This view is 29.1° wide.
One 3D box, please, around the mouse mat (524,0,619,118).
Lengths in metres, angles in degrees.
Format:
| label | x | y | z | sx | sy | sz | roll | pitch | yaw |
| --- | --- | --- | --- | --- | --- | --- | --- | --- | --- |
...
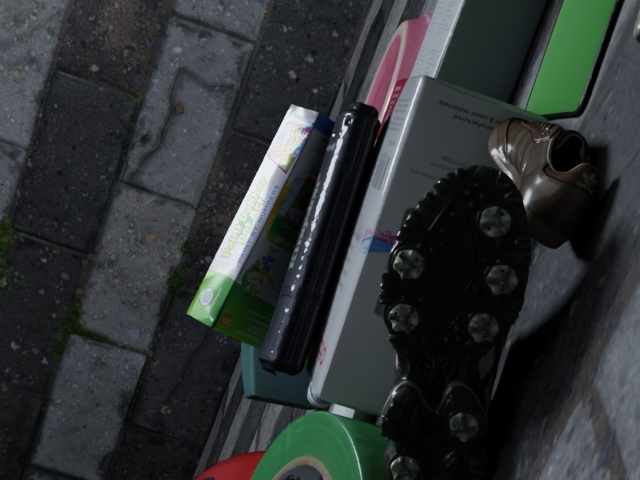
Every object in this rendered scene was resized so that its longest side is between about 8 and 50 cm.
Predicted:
| label | x | y | z | sx | sy | sz | roll | pitch | yaw |
| --- | --- | --- | --- | --- | --- | --- | --- | --- | --- |
| mouse mat | 0.232 | -0.182 | 1.116 | 0.190 | 0.007 | 0.152 | -138 | 67 | -84 |

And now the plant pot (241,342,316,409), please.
| label | x | y | z | sx | sy | sz | roll | pitch | yaw |
| --- | --- | --- | --- | --- | --- | --- | --- | --- | --- |
| plant pot | -0.038 | 0.128 | 1.838 | 0.165 | 0.166 | 0.234 | 134 | 147 | -76 |

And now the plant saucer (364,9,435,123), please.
| label | x | y | z | sx | sy | sz | roll | pitch | yaw |
| --- | --- | --- | --- | --- | --- | --- | --- | --- | --- |
| plant saucer | 0.115 | -0.184 | 1.769 | 0.332 | 0.084 | 0.332 | -161 | 90 | -84 |

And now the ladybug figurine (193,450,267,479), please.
| label | x | y | z | sx | sy | sz | roll | pitch | yaw |
| --- | --- | --- | --- | --- | --- | --- | --- | --- | --- |
| ladybug figurine | -0.120 | 0.436 | 1.616 | 0.449 | 0.162 | 0.305 | -87 | 17 | -69 |

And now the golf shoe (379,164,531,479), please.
| label | x | y | z | sx | sy | sz | roll | pitch | yaw |
| --- | --- | --- | --- | --- | --- | --- | --- | --- | --- |
| golf shoe | 0.099 | 0.062 | 0.960 | 0.120 | 0.105 | 0.272 | -63 | -18 | -67 |

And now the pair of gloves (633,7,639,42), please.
| label | x | y | z | sx | sy | sz | roll | pitch | yaw |
| --- | --- | --- | --- | --- | --- | --- | --- | --- | --- |
| pair of gloves | 0.277 | -0.246 | 0.759 | 0.240 | 0.042 | 0.204 | 126 | 165 | -64 |

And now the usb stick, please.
| label | x | y | z | sx | sy | sz | roll | pitch | yaw |
| --- | --- | --- | --- | --- | --- | --- | --- | --- | --- |
| usb stick | 0.000 | 0.000 | 1.209 | 0.077 | 0.045 | 0.278 | 139 | 149 | -82 |

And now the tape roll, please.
| label | x | y | z | sx | sy | sz | roll | pitch | yaw |
| --- | --- | --- | --- | --- | --- | --- | --- | --- | --- |
| tape roll | -0.005 | 0.312 | 1.067 | 0.321 | 0.077 | 0.321 | -51 | 29 | 43 |

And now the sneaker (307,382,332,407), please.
| label | x | y | z | sx | sy | sz | roll | pitch | yaw |
| --- | --- | --- | --- | --- | --- | --- | --- | --- | --- |
| sneaker | 0.019 | 0.162 | 1.733 | 0.059 | 0.053 | 0.144 | 125 | 155 | -70 |

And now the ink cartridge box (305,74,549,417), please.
| label | x | y | z | sx | sy | sz | roll | pitch | yaw |
| --- | --- | --- | --- | --- | --- | --- | --- | --- | --- |
| ink cartridge box | 0.093 | 0.003 | 1.194 | 0.226 | 0.131 | 0.306 | -111 | 38 | -82 |

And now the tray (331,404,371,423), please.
| label | x | y | z | sx | sy | sz | roll | pitch | yaw |
| --- | --- | --- | --- | --- | --- | --- | --- | --- | --- |
| tray | 0.053 | 0.171 | 1.503 | 0.145 | 0.030 | 0.270 | -157 | 86 | -84 |

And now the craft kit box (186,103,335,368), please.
| label | x | y | z | sx | sy | sz | roll | pitch | yaw |
| --- | --- | --- | --- | --- | --- | --- | --- | --- | --- |
| craft kit box | 0.009 | 0.016 | 1.331 | 0.061 | 0.250 | 0.246 | 20 | 83 | 46 |

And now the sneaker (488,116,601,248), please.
| label | x | y | z | sx | sy | sz | roll | pitch | yaw |
| --- | --- | --- | --- | --- | --- | --- | --- | --- | --- |
| sneaker | 0.186 | -0.062 | 0.981 | 0.071 | 0.066 | 0.188 | -50 | 20 | 23 |

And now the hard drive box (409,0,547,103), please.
| label | x | y | z | sx | sy | sz | roll | pitch | yaw |
| --- | --- | --- | --- | --- | --- | --- | --- | --- | --- |
| hard drive box | 0.165 | -0.207 | 1.374 | 0.181 | 0.089 | 0.232 | -104 | 32 | -78 |
